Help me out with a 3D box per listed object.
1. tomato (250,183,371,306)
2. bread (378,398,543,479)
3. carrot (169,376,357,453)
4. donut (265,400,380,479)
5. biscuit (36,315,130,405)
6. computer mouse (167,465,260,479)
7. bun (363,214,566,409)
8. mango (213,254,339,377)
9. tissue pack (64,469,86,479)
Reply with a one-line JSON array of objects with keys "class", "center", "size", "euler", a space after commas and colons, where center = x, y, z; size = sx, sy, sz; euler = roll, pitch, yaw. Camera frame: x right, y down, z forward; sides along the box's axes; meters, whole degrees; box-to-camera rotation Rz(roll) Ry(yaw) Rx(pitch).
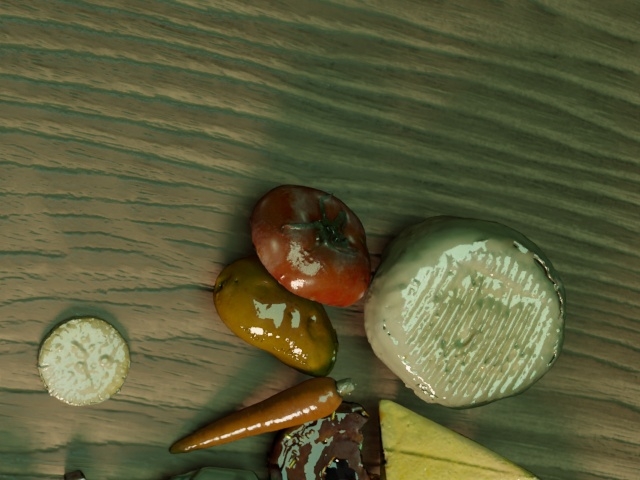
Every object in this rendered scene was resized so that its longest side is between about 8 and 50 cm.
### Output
[{"class": "tomato", "center": [0.000, 0.000, 1.619], "size": [0.236, 0.095, 0.237], "euler": [31, 36, -27]}, {"class": "bread", "center": [0.240, 0.349, 1.670], "size": [0.263, 0.167, 0.163], "euler": [-9, 69, 15]}, {"class": "carrot", "center": [-0.095, 0.296, 1.624], "size": [0.335, 0.069, 0.069], "euler": [-22, 99, 8]}, {"class": "donut", "center": [0.008, 0.393, 1.690], "size": [0.216, 0.096, 0.230], "euler": [-31, 100, -17]}, {"class": "biscuit", "center": [-0.381, 0.195, 1.583], "size": [0.152, 0.020, 0.152], "euler": [0, 91, -21]}, {"class": "computer mouse", "center": [-0.222, 0.545, 1.546], "size": [0.228, 0.145, 0.429], "euler": [34, 52, 6]}, {"class": "bun", "center": [0.245, 0.123, 1.719], "size": [0.359, 0.211, 0.360], "euler": [-1, 93, -15]}, {"class": "mango", "center": [-0.069, 0.130, 1.630], "size": [0.249, 0.151, 0.156], "euler": [49, 41, -11]}, {"class": "tissue pack", "center": [-0.383, 0.414, 1.560], "size": [0.035, 0.063, 0.083], "euler": [-10, 95, -18]}]
